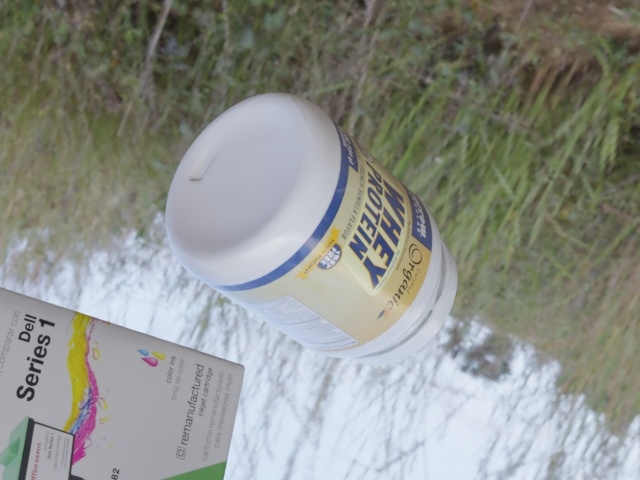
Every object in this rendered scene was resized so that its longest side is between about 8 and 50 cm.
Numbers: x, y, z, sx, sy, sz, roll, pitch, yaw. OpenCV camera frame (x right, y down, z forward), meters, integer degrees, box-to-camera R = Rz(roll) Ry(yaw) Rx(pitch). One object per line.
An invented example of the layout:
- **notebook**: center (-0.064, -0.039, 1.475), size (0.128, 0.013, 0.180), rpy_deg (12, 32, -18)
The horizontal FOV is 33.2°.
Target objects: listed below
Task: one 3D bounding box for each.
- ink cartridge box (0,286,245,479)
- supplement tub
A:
- **ink cartridge box**: center (-0.231, 0.179, 0.976), size (0.278, 0.117, 0.201), rpy_deg (20, -122, -19)
- **supplement tub**: center (0.000, 0.000, 1.242), size (0.316, 0.228, 0.228), rpy_deg (37, -175, -44)
